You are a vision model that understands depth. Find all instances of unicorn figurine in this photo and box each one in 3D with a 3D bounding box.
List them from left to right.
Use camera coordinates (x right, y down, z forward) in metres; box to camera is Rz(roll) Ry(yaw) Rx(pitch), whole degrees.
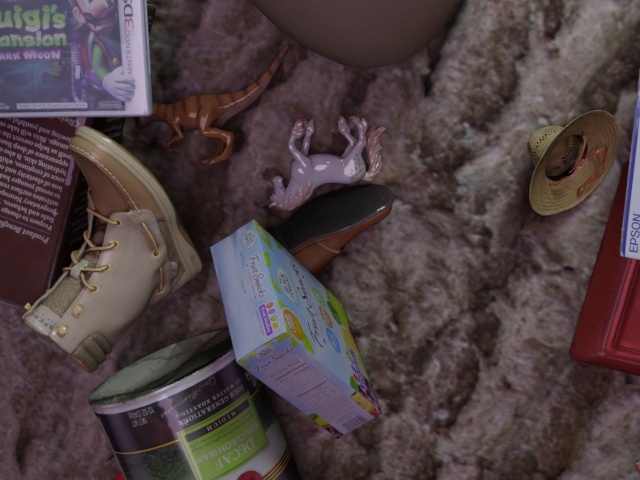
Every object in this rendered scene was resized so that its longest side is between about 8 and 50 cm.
[{"bbox_3d":[-0.003,-0.091,1.042,0.161,0.060,0.111,-1,102,8],"label":"unicorn figurine"}]

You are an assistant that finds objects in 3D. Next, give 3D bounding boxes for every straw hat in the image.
[{"bbox_3d":[0.271,-0.100,0.999,0.061,0.144,0.145,45,109,39],"label":"straw hat"}]

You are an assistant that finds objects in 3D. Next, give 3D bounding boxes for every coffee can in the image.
[{"bbox_3d":[-0.136,0.274,1.069,0.201,0.201,0.276,-20,99,11],"label":"coffee can"}]

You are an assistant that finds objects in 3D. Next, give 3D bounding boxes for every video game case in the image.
[{"bbox_3d":[-0.277,-0.218,0.931,0.190,0.022,0.173,0,103,6],"label":"video game case"}]

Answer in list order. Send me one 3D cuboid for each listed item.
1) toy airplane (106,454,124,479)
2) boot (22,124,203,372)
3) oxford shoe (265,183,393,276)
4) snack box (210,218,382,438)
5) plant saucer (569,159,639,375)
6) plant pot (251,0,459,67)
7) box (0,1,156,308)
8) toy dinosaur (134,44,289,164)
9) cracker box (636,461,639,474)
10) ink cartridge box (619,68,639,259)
[{"bbox_3d":[-0.234,0.343,1.186,0.151,0.028,0.151,1,102,6],"label":"toy airplane"},{"bbox_3d":[-0.258,0.018,0.986,0.095,0.262,0.203,31,67,33],"label":"boot"},{"bbox_3d":[0.000,0.000,1.069,0.212,0.076,0.076,-27,128,10],"label":"oxford shoe"},{"bbox_3d":[-0.027,0.102,0.986,0.070,0.175,0.207,-33,134,13],"label":"snack box"},{"bbox_3d":[0.454,0.058,1.024,0.258,0.048,0.259,13,105,5],"label":"plant saucer"},{"bbox_3d":[0.046,-0.295,0.909,0.284,0.284,0.191,-12,138,10],"label":"plant pot"},{"bbox_3d":[-0.347,-0.129,1.041,0.191,0.143,0.382,20,103,2],"label":"box"},{"bbox_3d":[-0.128,-0.151,1.045,0.211,0.064,0.112,-13,99,10],"label":"toy dinosaur"},{"bbox_3d":[0.514,0.279,1.022,0.232,0.067,0.156,-31,119,16],"label":"cracker box"},{"bbox_3d":[0.446,-0.068,0.960,0.223,0.045,0.224,9,82,5],"label":"ink cartridge box"}]
